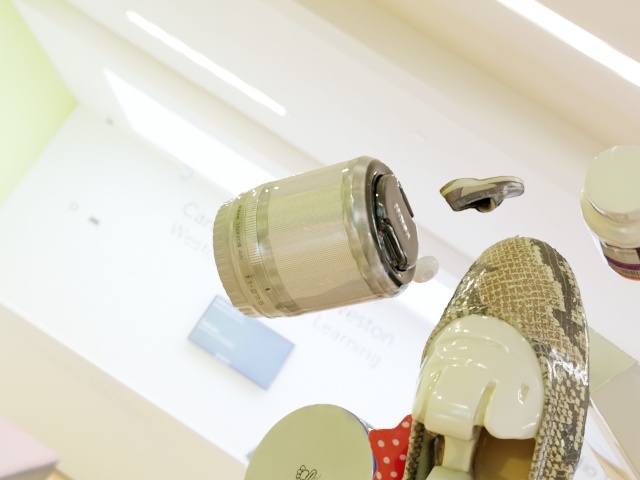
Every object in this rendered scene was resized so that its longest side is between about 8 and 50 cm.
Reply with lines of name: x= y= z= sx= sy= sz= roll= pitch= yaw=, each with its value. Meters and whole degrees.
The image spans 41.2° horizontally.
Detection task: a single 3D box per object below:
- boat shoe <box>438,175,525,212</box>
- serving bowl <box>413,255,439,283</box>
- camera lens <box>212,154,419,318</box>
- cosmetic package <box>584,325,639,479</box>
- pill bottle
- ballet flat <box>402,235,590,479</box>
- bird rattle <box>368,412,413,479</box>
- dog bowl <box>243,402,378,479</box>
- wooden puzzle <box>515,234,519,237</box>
boat shoe: x=0.244 y=-0.064 z=1.264 sx=0.152 sy=0.049 sz=0.056 roll=-6 pitch=-21 yaw=-28
serving bowl: x=0.257 y=0.077 z=2.090 sx=0.083 sy=0.083 sz=0.027 roll=46 pitch=12 yaw=-47
camera lens: x=0.000 y=0.000 z=1.319 sx=0.274 sy=0.219 sz=0.219 roll=-13 pitch=-34 yaw=23
cosmetic package: x=0.493 y=0.306 z=1.396 sx=0.377 sy=0.097 sz=0.284 roll=55 pitch=-2 yaw=-17
pill bottle: x=0.357 y=-0.031 z=0.968 sx=0.108 sy=0.108 sz=0.193 roll=27 pitch=-7 yaw=33
ballet flat: x=0.134 y=0.227 z=0.772 sx=0.164 sy=0.483 sz=0.182 roll=10 pitch=-2 yaw=36
bird rattle: x=0.183 y=0.297 z=1.045 sx=0.253 sy=0.207 sz=0.143 roll=60 pitch=-7 yaw=-13
dog bowl: x=0.003 y=0.406 z=1.393 sx=0.265 sy=0.265 sz=0.104 roll=22 pitch=-15 yaw=46
wooden puzzle: x=0.324 y=0.046 z=1.312 sx=0.014 sy=0.078 sz=0.116 roll=-16 pitch=-36 yaw=17
